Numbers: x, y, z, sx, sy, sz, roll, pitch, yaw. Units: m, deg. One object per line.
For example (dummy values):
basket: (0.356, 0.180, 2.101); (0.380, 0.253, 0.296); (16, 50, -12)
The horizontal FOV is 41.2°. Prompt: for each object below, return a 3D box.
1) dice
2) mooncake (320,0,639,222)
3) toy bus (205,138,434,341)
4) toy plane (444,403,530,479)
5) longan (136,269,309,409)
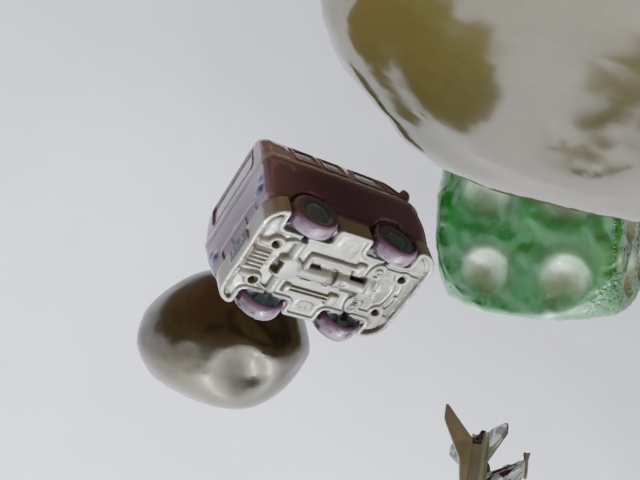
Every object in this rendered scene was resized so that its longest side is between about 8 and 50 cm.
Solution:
dice: (0.359, -0.042, 1.361); (0.300, 0.297, 0.287); (6, -166, 26)
mooncake: (0.237, -0.223, 0.756); (0.467, 0.467, 0.262); (26, -111, 6)
toy bus: (0.000, 0.000, 0.860); (0.202, 0.142, 0.142); (18, -147, -29)
toy plane: (0.161, 0.290, 0.894); (0.082, 0.160, 0.234); (26, -130, -27)
longan: (-0.182, 0.184, 1.636); (0.350, 0.288, 0.288); (11, -151, -43)
